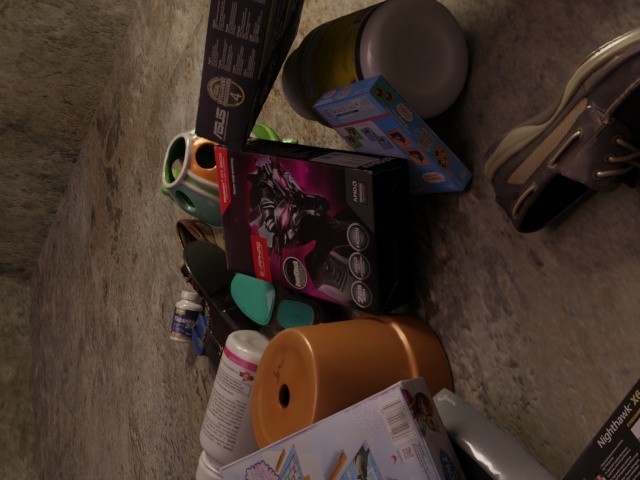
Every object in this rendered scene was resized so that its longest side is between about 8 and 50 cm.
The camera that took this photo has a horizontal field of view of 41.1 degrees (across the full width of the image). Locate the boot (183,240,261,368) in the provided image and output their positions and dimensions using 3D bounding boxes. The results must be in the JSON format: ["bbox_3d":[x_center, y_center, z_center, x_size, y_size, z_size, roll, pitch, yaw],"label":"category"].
[{"bbox_3d":[-0.214,0.154,1.741,0.263,0.091,0.229,54,147,22],"label":"boot"}]

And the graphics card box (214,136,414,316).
[{"bbox_3d":[-0.019,-0.034,1.384,0.371,0.094,0.233,14,115,42],"label":"graphics card box"}]

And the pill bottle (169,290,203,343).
[{"bbox_3d":[-0.319,0.183,2.042,0.067,0.067,0.120,8,87,61],"label":"pill bottle"}]

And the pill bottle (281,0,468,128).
[{"bbox_3d":[0.072,-0.279,1.402,0.334,0.188,0.188,5,85,61],"label":"pill bottle"}]

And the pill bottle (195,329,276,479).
[{"bbox_3d":[-0.130,0.322,1.567,0.160,0.160,0.283,32,108,59],"label":"pill bottle"}]

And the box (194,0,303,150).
[{"bbox_3d":[-0.086,-0.380,1.320,0.395,0.097,0.318,110,178,-55],"label":"box"}]

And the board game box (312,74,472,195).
[{"bbox_3d":[0.106,-0.150,1.281,0.039,0.211,0.160,-54,24,-19],"label":"board game box"}]

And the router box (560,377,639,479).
[{"bbox_3d":[0.388,0.211,0.778,0.309,0.081,0.243,-63,32,26],"label":"router box"}]

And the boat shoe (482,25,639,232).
[{"bbox_3d":[0.329,-0.116,0.978,0.355,0.132,0.130,133,129,-56],"label":"boat shoe"}]

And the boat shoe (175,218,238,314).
[{"bbox_3d":[-0.263,0.071,1.926,0.123,0.123,0.342,-56,36,34],"label":"boat shoe"}]

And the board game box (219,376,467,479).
[{"bbox_3d":[0.051,0.377,1.055,0.318,0.066,0.319,-31,71,30],"label":"board game box"}]

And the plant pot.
[{"bbox_3d":[0.029,0.243,1.274,0.291,0.203,0.291,-27,58,55],"label":"plant pot"}]

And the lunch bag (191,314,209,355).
[{"bbox_3d":[-0.253,0.212,1.919,0.067,0.065,0.098,-63,33,25],"label":"lunch bag"}]

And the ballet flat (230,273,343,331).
[{"bbox_3d":[-0.058,0.128,1.562,0.280,0.096,0.095,25,98,50],"label":"ballet flat"}]

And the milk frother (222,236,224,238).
[{"bbox_3d":[-0.097,0.017,1.698,0.135,0.143,0.129,63,-174,-2],"label":"milk frother"}]

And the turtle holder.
[{"bbox_3d":[-0.217,-0.153,1.820,0.320,0.227,0.243,39,114,57],"label":"turtle holder"}]

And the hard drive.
[{"bbox_3d":[0.204,0.304,1.030,0.254,0.054,0.172,-143,42,-61],"label":"hard drive"}]
